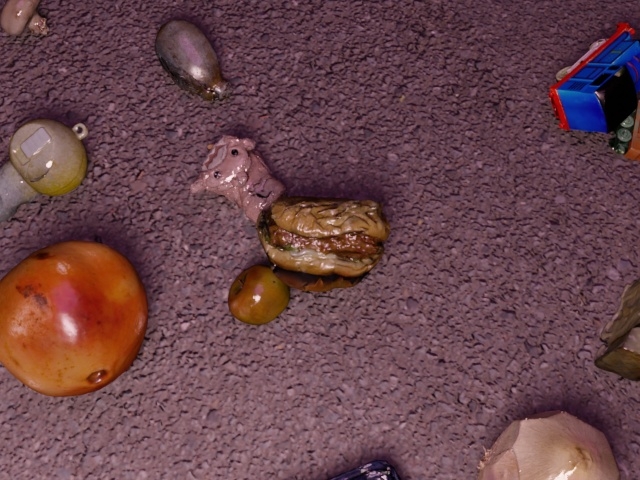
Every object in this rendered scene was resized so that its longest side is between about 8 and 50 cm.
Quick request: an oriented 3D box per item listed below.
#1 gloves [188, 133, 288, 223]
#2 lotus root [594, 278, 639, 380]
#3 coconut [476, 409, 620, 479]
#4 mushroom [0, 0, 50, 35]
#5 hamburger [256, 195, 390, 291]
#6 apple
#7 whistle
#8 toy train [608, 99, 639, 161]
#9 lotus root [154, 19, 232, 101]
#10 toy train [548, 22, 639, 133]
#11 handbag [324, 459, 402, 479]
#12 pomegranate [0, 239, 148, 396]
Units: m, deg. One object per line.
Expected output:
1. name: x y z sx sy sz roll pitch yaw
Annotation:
1. gloves: -0.116 -0.094 1.387 0.144 0.094 0.110 25 76 1
2. lotus root: 0.486 0.102 1.297 0.138 0.119 0.235 35 65 15
3. coconut: 0.282 0.291 1.154 0.171 0.183 0.171 2 59 -4
4. mushroom: -0.477 -0.366 1.523 0.079 0.085 0.085 31 62 -19
5. hamburger: 0.000 0.000 1.296 0.183 0.206 0.130 5 95 -3
6. apple: -0.087 0.077 1.299 0.074 0.089 0.089 48 67 -14
7. whistle: -0.427 -0.094 1.378 0.223 0.123 0.123 -41 70 2
8. toy train: 0.497 -0.177 1.482 0.064 0.044 0.103 16 66 2
9. lotus root: -0.206 -0.285 1.486 0.088 0.088 0.165 -33 79 -18
10. toy train: 0.456 -0.256 1.472 0.204 0.083 0.131 -40 31 -22
11. handbag: 0.012 0.378 1.140 0.260 0.113 0.162 -17 72 -19
12. pomegranate: -0.322 0.103 1.220 0.209 0.209 0.209 1 63 -2
